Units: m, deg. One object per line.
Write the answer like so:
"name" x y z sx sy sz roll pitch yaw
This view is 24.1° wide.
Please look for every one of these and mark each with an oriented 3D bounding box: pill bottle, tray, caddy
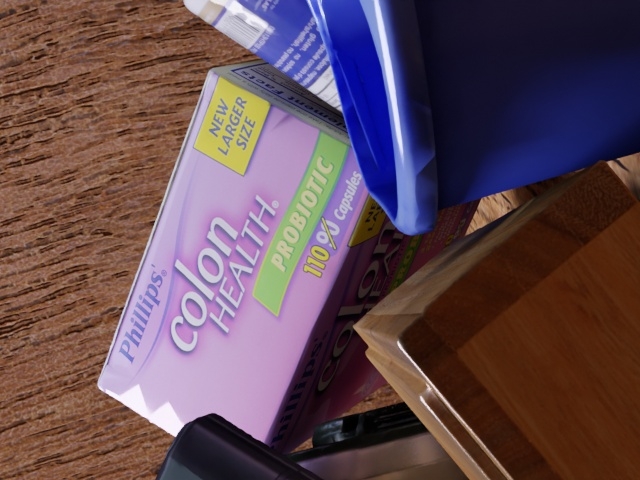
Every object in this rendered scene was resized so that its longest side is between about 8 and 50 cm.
"pill bottle" 0.032 -0.121 0.804 0.186 0.112 0.112 33 -172 -10
"tray" 0.104 0.091 0.554 0.203 0.076 0.411 50 177 2
"caddy" 0.037 -0.133 0.570 0.341 0.179 0.241 -108 6 -83

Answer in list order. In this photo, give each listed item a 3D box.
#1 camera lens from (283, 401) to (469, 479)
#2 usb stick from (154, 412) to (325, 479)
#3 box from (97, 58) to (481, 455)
"camera lens" 0.096 0.223 0.856 0.219 0.219 0.274 83 174 -82
"usb stick" 0.023 0.173 0.743 0.045 0.278 0.077 10 -77 -55
"box" 0.000 0.000 0.950 0.243 0.117 0.214 -22 -42 -62
